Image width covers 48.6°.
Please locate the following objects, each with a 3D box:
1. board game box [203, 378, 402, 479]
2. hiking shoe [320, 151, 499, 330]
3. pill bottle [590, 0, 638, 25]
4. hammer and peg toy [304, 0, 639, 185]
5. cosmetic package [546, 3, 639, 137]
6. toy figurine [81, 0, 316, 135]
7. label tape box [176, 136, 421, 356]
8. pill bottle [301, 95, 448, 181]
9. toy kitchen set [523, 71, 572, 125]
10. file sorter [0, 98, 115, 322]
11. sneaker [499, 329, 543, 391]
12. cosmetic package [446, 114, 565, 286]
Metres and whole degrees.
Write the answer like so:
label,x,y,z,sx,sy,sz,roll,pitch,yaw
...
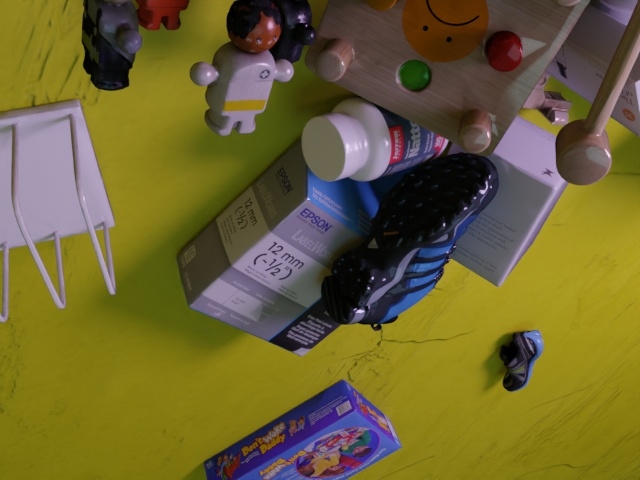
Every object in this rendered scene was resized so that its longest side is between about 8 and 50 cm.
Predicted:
label,x,y,z,sx,sy,sz,roll,pitch,yaw
board game box,-0.033,0.451,1.490,0.347,0.078,0.233,-32,136,9
hiking shoe,0.133,0.002,0.978,0.304,0.113,0.132,-45,142,22
pill bottle,0.474,-0.285,0.905,0.204,0.204,0.361,-40,134,16
hammer and peg toy,0.190,-0.231,0.785,0.361,0.127,0.266,25,124,-1
cosmetic package,0.328,-0.227,0.869,0.060,0.239,0.099,-37,135,3
toy figurine,-0.112,-0.226,0.686,0.213,0.209,0.148,23,131,0
label tape box,0.000,0.000,1.043,0.348,0.115,0.249,-40,135,18
pill bottle,0.070,-0.134,0.905,0.180,0.108,0.108,-22,142,-37
toy kitchen set,0.338,-0.214,1.012,0.083,0.068,0.075,2,131,-25
file sorter,-0.390,-0.013,0.818,0.278,0.173,0.192,-13,136,-12
sneaker,0.417,0.253,1.515,0.078,0.067,0.188,5,135,1
cosmetic package,0.254,-0.067,1.020,0.151,0.151,0.183,-37,154,-48
